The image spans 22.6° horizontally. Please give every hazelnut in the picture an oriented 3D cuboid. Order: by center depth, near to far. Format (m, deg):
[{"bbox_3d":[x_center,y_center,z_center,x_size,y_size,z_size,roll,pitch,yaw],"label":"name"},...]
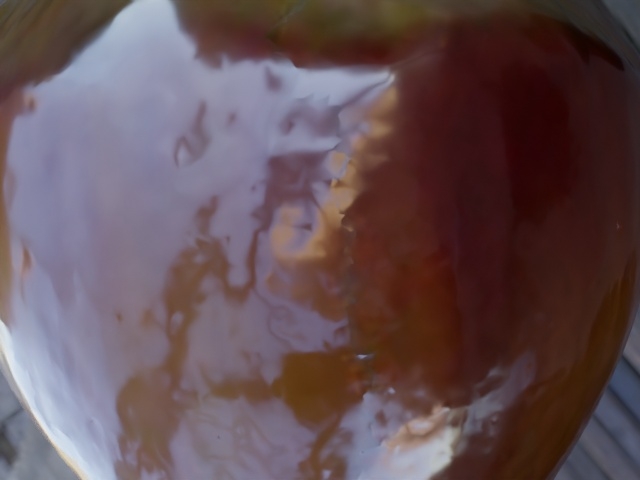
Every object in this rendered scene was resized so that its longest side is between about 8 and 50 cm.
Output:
[{"bbox_3d":[-0.002,-0.009,0.739,0.366,0.366,0.366,37,146,31],"label":"hazelnut"}]
